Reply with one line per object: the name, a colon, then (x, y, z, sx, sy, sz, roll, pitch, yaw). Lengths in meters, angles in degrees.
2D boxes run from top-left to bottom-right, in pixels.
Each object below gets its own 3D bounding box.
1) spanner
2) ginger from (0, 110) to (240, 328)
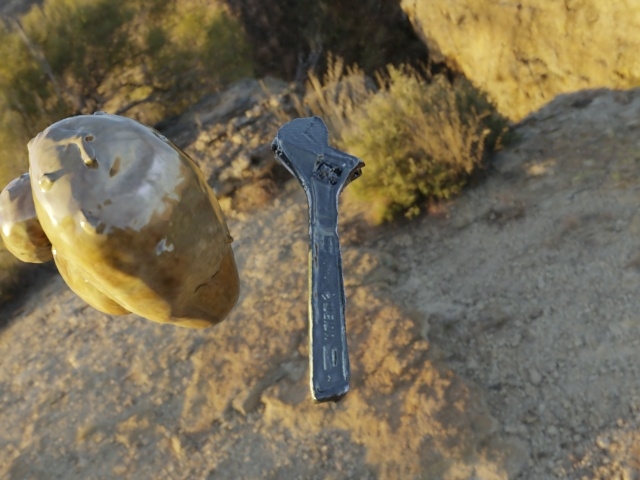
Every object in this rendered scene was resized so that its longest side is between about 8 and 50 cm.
spanner: (0.000, 0.000, 0.773, 0.093, 0.026, 0.326, 6, 49, -9)
ginger: (-0.207, -0.007, 0.861, 0.304, 0.244, 0.155, -15, 45, 56)
